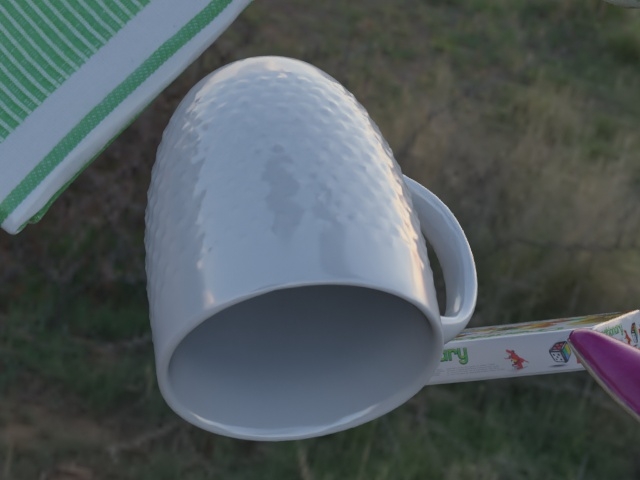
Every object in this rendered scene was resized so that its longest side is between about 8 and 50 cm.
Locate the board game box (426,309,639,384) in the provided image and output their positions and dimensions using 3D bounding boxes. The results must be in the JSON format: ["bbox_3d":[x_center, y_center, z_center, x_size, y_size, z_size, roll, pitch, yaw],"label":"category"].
[{"bbox_3d":[0.222,0.134,2.078,0.305,0.053,0.193,-8,0,27],"label":"board game box"}]

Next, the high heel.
[{"bbox_3d":[0.301,0.110,1.219,0.244,0.117,0.082,37,8,6],"label":"high heel"}]

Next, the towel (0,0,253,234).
[{"bbox_3d":[-0.224,-0.190,1.027,0.325,0.248,0.038,44,-15,-4],"label":"towel"}]

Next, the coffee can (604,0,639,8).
[{"bbox_3d":[0.261,-0.351,1.336,0.201,0.201,0.275,-4,66,-37],"label":"coffee can"}]

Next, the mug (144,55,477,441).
[{"bbox_3d":[0.000,0.000,1.717,0.374,0.276,0.328,14,47,-29],"label":"mug"}]
